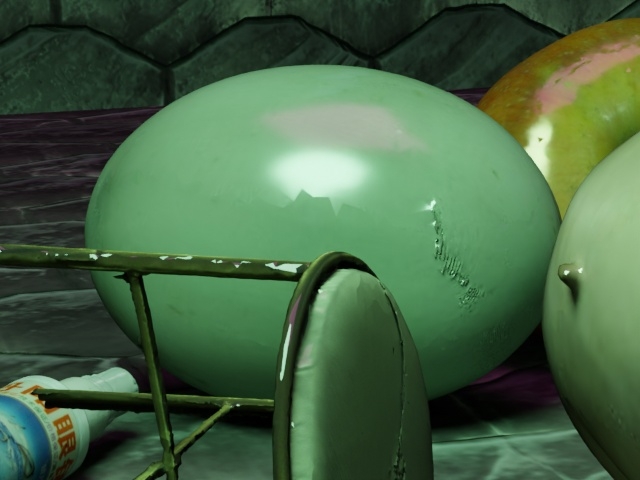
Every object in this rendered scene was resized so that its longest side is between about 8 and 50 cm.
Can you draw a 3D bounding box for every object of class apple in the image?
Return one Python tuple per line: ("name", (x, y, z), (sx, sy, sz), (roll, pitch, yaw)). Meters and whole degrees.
("apple", (0.189, -0.033, 1.232), (0.235, 0.210, 0.173), (-16, -6, -17))

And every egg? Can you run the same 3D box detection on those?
("egg", (0.000, 0.000, 1.074), (0.283, 0.202, 0.203), (4, 12, 19))

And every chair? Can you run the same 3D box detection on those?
("chair", (0.010, 0.088, 0.635), (0.326, 0.170, 0.160), (-3, -33, 20))

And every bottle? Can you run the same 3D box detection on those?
("bottle", (-0.156, 0.102, 0.940), (0.060, 0.060, 0.217), (2, 11, 22))

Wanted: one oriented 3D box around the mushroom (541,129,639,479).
("mushroom", (0.217, -0.023, 0.585), (0.293, 0.290, 0.292), (7, 5, -1))
